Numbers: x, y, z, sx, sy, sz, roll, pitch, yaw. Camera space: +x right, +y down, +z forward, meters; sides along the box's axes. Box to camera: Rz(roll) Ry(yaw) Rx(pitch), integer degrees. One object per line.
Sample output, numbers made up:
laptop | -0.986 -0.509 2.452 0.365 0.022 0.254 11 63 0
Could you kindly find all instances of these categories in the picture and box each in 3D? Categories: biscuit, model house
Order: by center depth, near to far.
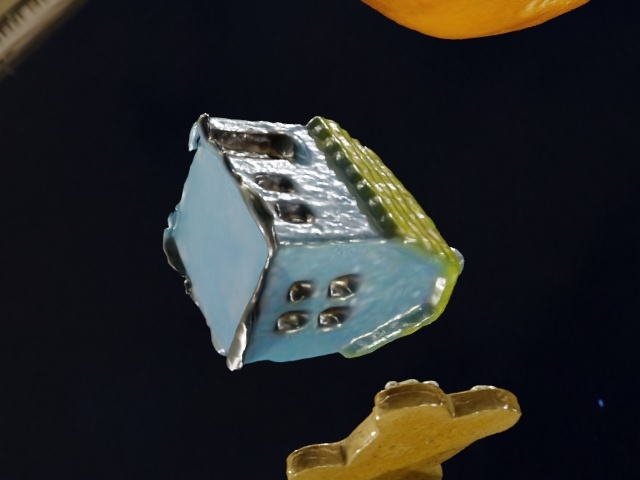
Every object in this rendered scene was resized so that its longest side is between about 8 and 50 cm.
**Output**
biscuit | 0.047 0.179 1.046 0.240 0.158 0.035 -42 -133 37
model house | 0.000 0.000 1.425 0.303 0.215 0.237 0 -141 -32

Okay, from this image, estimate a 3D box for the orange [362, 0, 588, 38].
orange | 0.094 -0.270 0.809 0.226 0.284 0.284 -34 -136 49
